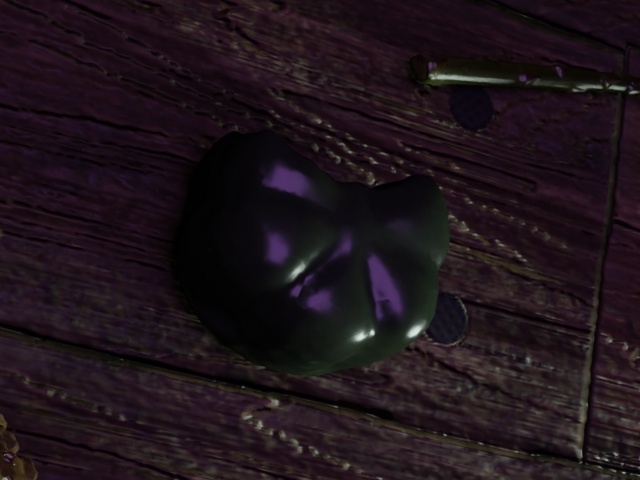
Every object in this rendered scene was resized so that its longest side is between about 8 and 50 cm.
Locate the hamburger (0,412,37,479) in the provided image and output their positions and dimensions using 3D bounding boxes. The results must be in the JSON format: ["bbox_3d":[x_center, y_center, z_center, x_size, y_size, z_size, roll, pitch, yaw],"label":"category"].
[{"bbox_3d":[-0.257,0.194,1.017,0.243,0.146,0.286,26,69,-3],"label":"hamburger"}]

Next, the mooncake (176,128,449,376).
[{"bbox_3d":[0.000,0.000,1.234,0.175,0.104,0.168,-21,86,-34],"label":"mooncake"}]

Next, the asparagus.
[{"bbox_3d":[0.171,-0.114,1.392,0.248,0.024,0.025,3,86,-30],"label":"asparagus"}]
